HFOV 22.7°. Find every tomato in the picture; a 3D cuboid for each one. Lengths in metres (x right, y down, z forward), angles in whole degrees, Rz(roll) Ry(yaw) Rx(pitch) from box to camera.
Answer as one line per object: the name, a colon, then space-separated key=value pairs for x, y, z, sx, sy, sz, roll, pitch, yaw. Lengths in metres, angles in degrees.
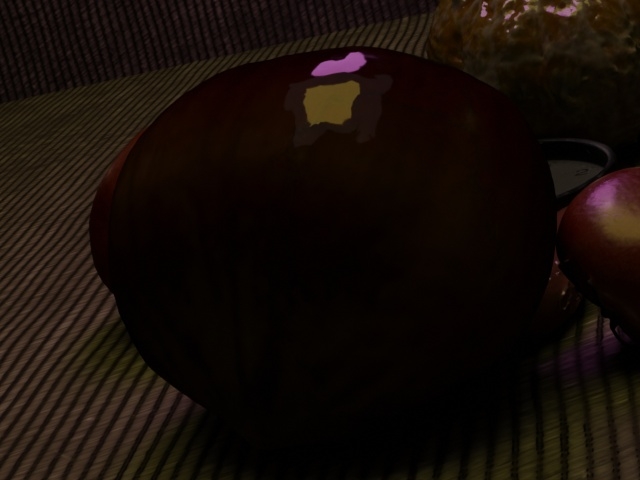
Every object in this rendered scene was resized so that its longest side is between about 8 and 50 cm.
tomato: x=0.296 y=0.014 z=1.399 sx=0.167 sy=0.167 sz=0.167 roll=-13 pitch=16 yaw=4

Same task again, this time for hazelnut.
hazelnut: x=0.000 y=0.000 z=1.399 sx=0.409 sy=0.359 sz=0.359 roll=-15 pitch=12 yaw=38

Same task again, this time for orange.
orange: x=0.301 y=-0.224 z=2.013 sx=0.368 sy=0.271 sz=0.210 roll=-4 pitch=23 yaw=23

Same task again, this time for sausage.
sausage: x=0.243 y=0.019 z=1.595 sx=0.078 sy=0.078 sz=0.304 roll=-6 pitch=18 yaw=24

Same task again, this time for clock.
clock: x=0.197 y=-0.043 z=1.856 sx=0.319 sy=0.066 sz=0.319 roll=-13 pitch=15 yaw=4

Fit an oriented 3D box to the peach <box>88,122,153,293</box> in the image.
peach: x=-0.128 y=-0.032 z=1.778 sx=0.281 sy=0.238 sz=0.281 roll=-38 pitch=34 yaw=32
